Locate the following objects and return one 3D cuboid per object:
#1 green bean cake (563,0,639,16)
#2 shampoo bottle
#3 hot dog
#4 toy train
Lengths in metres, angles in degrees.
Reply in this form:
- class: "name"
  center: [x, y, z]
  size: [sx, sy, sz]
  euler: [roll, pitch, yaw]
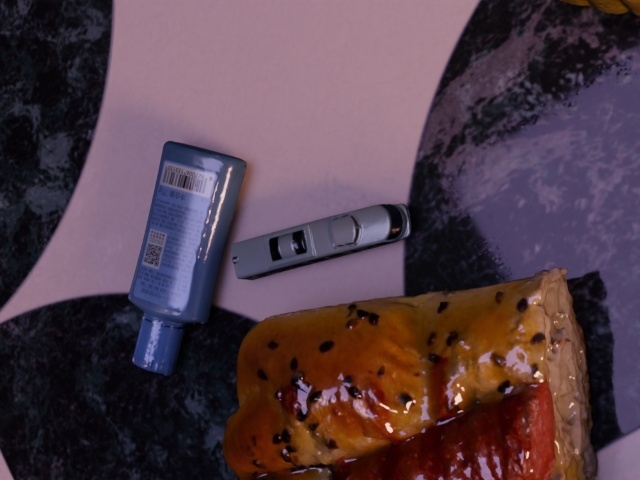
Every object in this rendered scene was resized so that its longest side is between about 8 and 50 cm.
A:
- class: "green bean cake"
  center: [0.318, -0.331, 1.198]
  size: [0.233, 0.124, 0.236]
  euler: [15, 95, 26]
- class: "shampoo bottle"
  center: [-0.160, 0.022, 1.450]
  size: [0.104, 0.061, 0.258]
  euler: [17, 95, 25]
- class: "hot dog"
  center: [0.071, 0.224, 1.264]
  size: [0.365, 0.196, 0.367]
  euler: [-7, 82, 29]
- class: "toy train"
  center: [0.000, 0.000, 1.382]
  size: [0.208, 0.047, 0.043]
  euler: [-15, 80, 26]
